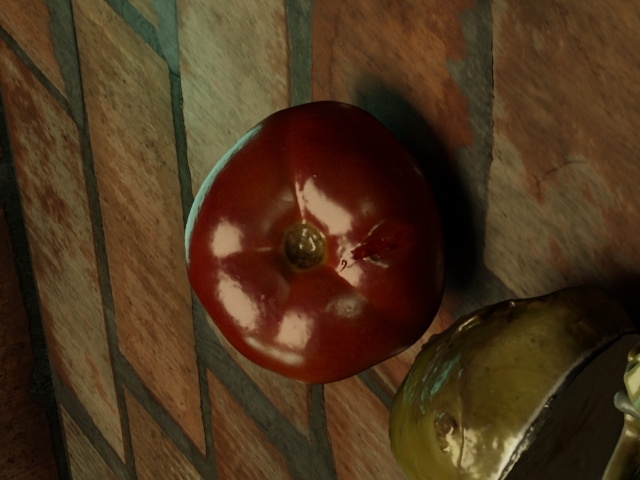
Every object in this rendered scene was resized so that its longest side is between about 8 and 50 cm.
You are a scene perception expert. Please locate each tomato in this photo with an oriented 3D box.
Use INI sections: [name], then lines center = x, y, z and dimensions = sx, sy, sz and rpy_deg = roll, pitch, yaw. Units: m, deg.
[tomato]
center = 0.000, 0.000, 2.096
dimensions = 0.299, 0.298, 0.226
rpy_deg = 66, -162, -1

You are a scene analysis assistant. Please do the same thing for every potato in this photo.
[potato]
center = 0.168, 0.147, 1.854
dimensions = 0.196, 0.246, 0.300
rpy_deg = 38, 150, 24

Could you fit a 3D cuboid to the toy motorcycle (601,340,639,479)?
[toy motorcycle]
center = 0.321, 0.142, 1.557
dimensions = 0.168, 0.237, 0.410
rpy_deg = 21, 139, 22
